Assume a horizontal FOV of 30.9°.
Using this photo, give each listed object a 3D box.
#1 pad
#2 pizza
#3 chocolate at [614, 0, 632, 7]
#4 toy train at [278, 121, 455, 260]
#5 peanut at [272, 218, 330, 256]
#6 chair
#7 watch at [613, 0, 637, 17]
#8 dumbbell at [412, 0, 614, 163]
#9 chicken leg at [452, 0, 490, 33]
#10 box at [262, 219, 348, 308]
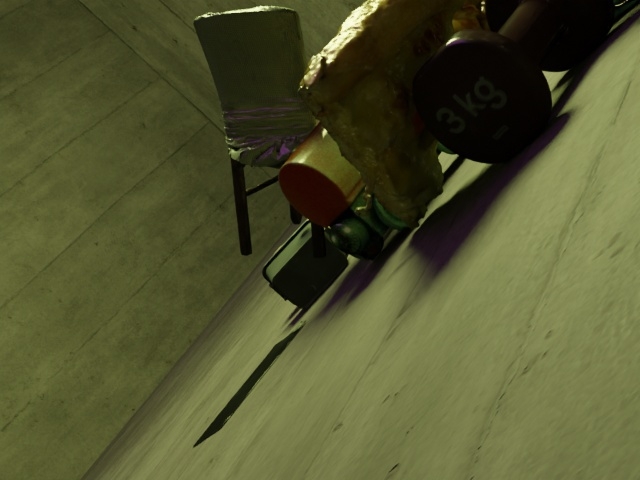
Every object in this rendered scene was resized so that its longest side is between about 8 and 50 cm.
[{"bbox_3d":[-0.092,0.186,1.500,0.193,0.004,0.116,-51,4,-32],"label":"pad"},{"bbox_3d":[0.096,-0.134,1.210,0.280,0.075,0.288,-50,-40,-33],"label":"pizza"},{"bbox_3d":[0.342,-0.265,1.051,0.086,0.028,0.182,-41,1,-32],"label":"chocolate"},{"bbox_3d":[0.065,-0.107,1.413,0.116,0.177,0.285,-41,10,51],"label":"toy train"},{"bbox_3d":[0.000,0.000,1.746,0.207,0.087,0.087,-48,4,-18],"label":"peanut"},{"bbox_3d":[-0.038,-0.151,1.500,0.160,0.319,0.186,2,19,32],"label":"chair"},{"bbox_3d":[0.262,-0.313,1.206,0.237,0.195,0.068,-22,30,55],"label":"watch"},{"bbox_3d":[0.196,-0.188,1.157,0.140,0.124,0.225,-42,6,49],"label":"dumbbell"},{"bbox_3d":[0.189,-0.419,1.723,0.181,0.295,0.409,-12,40,-9],"label":"chicken leg"},{"bbox_3d":[-0.018,0.037,1.636,0.122,0.084,0.069,-48,13,3],"label":"box"}]
